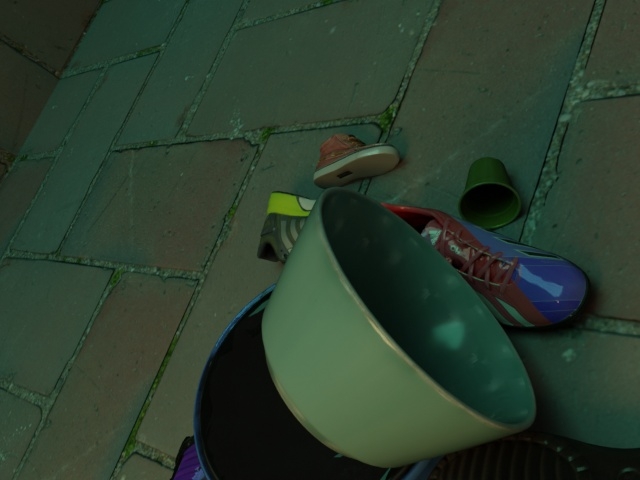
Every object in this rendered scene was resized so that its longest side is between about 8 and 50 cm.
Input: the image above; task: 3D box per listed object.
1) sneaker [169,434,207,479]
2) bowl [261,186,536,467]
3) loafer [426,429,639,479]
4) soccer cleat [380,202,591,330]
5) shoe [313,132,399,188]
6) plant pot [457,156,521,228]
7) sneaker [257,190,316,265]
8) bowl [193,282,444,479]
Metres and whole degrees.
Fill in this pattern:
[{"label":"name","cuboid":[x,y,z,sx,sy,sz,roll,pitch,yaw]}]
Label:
[{"label":"sneaker","cuboid":[-0.178,0.368,1.096,0.293,0.102,0.146,-52,38,-10]},{"label":"bowl","cuboid":[0.060,0.110,0.786,0.163,0.311,0.311,-45,39,21]},{"label":"loafer","cuboid":[0.260,0.267,0.685,0.366,0.130,0.134,-9,35,39]},{"label":"soccer cleat","cuboid":[0.190,0.025,0.957,0.318,0.116,0.108,24,81,51]},{"label":"shoe","cuboid":[0.060,-0.149,1.260,0.178,0.063,0.081,-17,56,43]},{"label":"plant pot","cuboid":[0.231,-0.072,1.029,0.083,0.083,0.079,-27,33,30]},{"label":"sneaker","cuboid":[0.000,0.000,1.193,0.300,0.111,0.121,9,76,57]},{"label":"bowl","cuboid":[0.006,0.199,0.971,0.391,0.077,0.391,-15,51,20]}]
